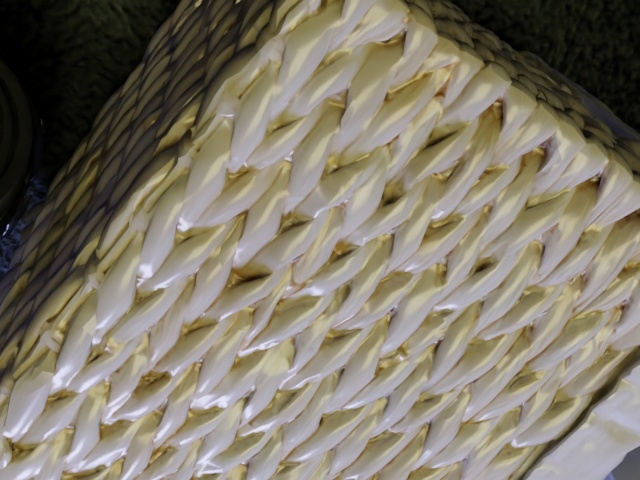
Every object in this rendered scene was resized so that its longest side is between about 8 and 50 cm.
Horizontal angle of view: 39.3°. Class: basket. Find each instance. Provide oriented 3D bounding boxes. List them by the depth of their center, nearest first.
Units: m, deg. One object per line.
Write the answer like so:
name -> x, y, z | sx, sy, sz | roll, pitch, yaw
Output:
basket -> 0.000, 0.000, 0.526 | 0.266, 0.328, 0.331 | 34, 109, -22

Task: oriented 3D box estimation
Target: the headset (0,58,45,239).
headset -> -0.205, -0.053, 0.525 | 0.185, 0.243, 0.394 | 10, 94, -16

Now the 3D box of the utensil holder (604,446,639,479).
utensil holder -> 0.429, 0.220, 0.721 | 0.385, 0.327, 0.327 | -18, 120, 4
